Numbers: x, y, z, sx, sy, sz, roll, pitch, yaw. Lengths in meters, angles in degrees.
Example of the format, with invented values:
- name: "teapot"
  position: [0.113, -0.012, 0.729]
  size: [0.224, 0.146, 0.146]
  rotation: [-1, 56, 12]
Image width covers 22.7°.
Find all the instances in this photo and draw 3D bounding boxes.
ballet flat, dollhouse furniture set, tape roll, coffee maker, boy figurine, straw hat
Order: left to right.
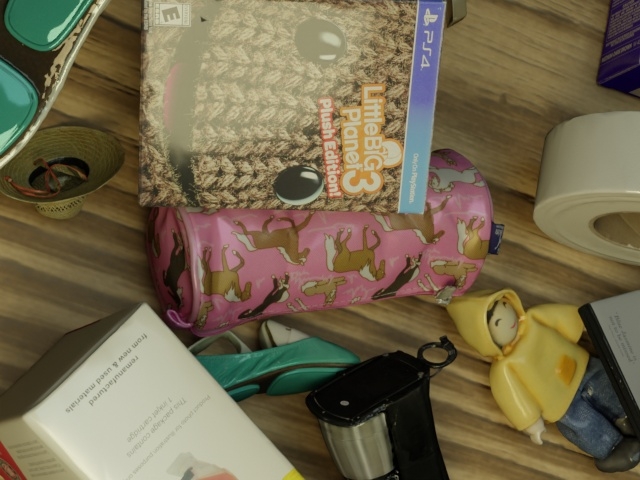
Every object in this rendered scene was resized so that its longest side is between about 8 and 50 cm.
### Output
- name: "ballet flat"
  position: [-0.312, -0.192, 1.625]
  size: [0.139, 0.139, 0.400]
  rotation: [37, 95, -13]
- name: "straw hat"
  position: [-0.273, -0.057, 1.669]
  size: [0.144, 0.144, 0.061]
  rotation: [-23, 131, -26]
- name: "ballet flat"
  position: [-0.069, 0.130, 1.719]
  size: [0.247, 0.083, 0.087]
  rotation: [-11, 71, -27]
- name: "coffee maker"
  position: [0.087, 0.222, 1.712]
  size: [0.171, 0.120, 0.178]
  rotation: [-17, 117, -3]
- name: "dollhouse furniture set"
  position: [0.136, -0.317, 1.900]
  size: [0.081, 0.091, 0.114]
  rotation: [-2, 83, -9]
- name: "boy figurine"
  position: [0.270, 0.143, 1.860]
  size: [0.285, 0.092, 0.177]
  rotation: [42, 69, -15]
- name: "tape roll"
  position: [0.393, -0.052, 1.843]
  size: [0.286, 0.286, 0.100]
  rotation: [18, 73, -20]

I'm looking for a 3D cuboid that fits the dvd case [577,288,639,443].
- name: "dvd case"
  position: [0.427, 0.139, 1.908]
  size: [0.253, 0.022, 0.180]
  rotation: [-11, 71, -43]

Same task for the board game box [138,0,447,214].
- name: "board game box"
  position: [-0.035, -0.160, 1.600]
  size: [0.291, 0.141, 0.232]
  rotation: [1, 118, -5]

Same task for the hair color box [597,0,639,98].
- name: "hair color box"
  position: [0.480, -0.336, 2.035]
  size: [0.185, 0.110, 0.339]
  rotation: [18, 75, -19]

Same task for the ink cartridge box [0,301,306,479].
- name: "ink cartridge box"
  position: [-0.137, 0.265, 1.552]
  size: [0.384, 0.279, 0.160]
  rotation: [49, 65, -9]

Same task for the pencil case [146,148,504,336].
- name: "pencil case"
  position: [0.000, 0.000, 1.732]
  size: [0.386, 0.160, 0.167]
  rotation: [-7, 46, -25]
